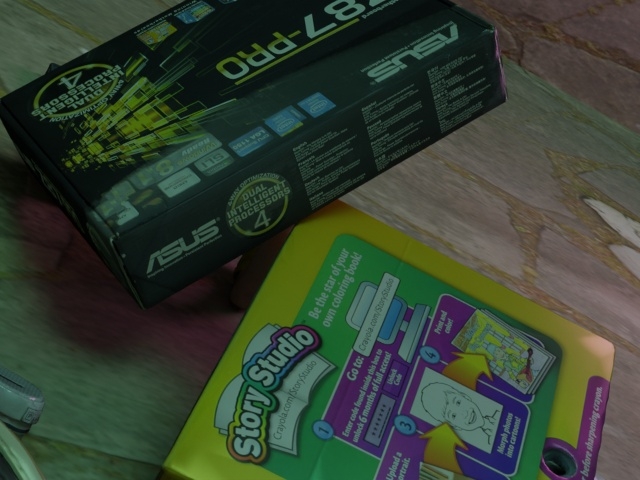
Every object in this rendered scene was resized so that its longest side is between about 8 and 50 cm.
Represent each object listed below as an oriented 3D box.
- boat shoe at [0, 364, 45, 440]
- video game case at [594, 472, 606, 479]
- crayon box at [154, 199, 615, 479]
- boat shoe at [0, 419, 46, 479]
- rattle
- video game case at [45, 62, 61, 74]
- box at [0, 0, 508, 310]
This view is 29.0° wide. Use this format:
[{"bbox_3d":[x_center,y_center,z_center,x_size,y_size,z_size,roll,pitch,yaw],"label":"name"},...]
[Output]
[{"bbox_3d":[-0.305,0.083,0.860,0.226,0.076,0.083,33,-2,-2],"label":"boat shoe"},{"bbox_3d":[0.152,0.239,1.163,0.244,0.061,0.269,38,24,10],"label":"video game case"},{"bbox_3d":[0.063,0.157,1.016,0.313,0.106,0.363,27,39,1],"label":"crayon box"},{"bbox_3d":[-0.210,0.196,0.745,0.285,0.103,0.092,49,23,18],"label":"boat shoe"},{"bbox_3d":[0.000,0.000,1.251,0.142,0.200,0.130,38,24,9],"label":"rattle"},{"bbox_3d":[-0.209,-0.092,1.381,0.196,0.026,0.274,21,28,-27],"label":"video game case"},{"bbox_3d":[-0.074,-0.132,1.176,0.394,0.097,0.318,-30,41,-15],"label":"box"}]
